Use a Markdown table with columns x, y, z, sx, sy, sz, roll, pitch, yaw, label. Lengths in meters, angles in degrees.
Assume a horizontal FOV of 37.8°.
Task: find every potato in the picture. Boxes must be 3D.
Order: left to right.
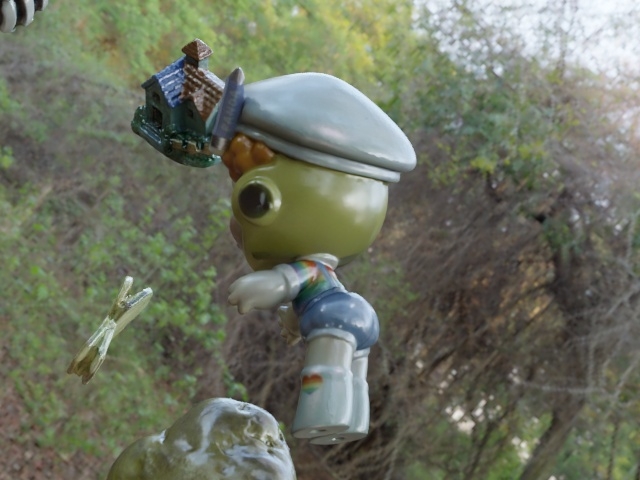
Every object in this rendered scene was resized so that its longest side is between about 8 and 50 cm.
| x | y | z | sx | sy | sz | roll | pitch | yaw | label |
| --- | --- | --- | --- | --- | --- | --- | --- | --- | --- |
| -0.123 | 0.258 | 0.966 | 0.137 | 0.200 | 0.154 | 58 | 3 | -31 | potato |

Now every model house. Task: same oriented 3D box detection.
| x | y | z | sx | sy | sz | roll | pitch | yaw | label |
| --- | --- | --- | --- | --- | --- | --- | --- | --- | --- |
| -0.181 | -0.200 | 1.294 | 0.148 | 0.119 | 0.148 | 37 | -38 | 24 | model house |

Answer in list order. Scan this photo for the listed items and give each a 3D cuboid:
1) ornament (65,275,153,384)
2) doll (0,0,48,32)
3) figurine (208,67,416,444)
| x | y | z | sx | sy | sz | roll | pitch | yaw | label |
| --- | --- | --- | --- | --- | --- | --- | --- | --- | --- |
| -0.380 | 0.170 | 1.639 | 0.059 | 0.201 | 0.180 | 35 | -39 | -6 | ornament |
| -0.223 | -0.235 | 0.777 | 0.067 | 0.219 | 0.091 | 45 | -15 | -12 | doll |
| 0.013 | 0.010 | 0.957 | 0.224 | 0.205 | 0.381 | 10 | 67 | -69 | figurine |
